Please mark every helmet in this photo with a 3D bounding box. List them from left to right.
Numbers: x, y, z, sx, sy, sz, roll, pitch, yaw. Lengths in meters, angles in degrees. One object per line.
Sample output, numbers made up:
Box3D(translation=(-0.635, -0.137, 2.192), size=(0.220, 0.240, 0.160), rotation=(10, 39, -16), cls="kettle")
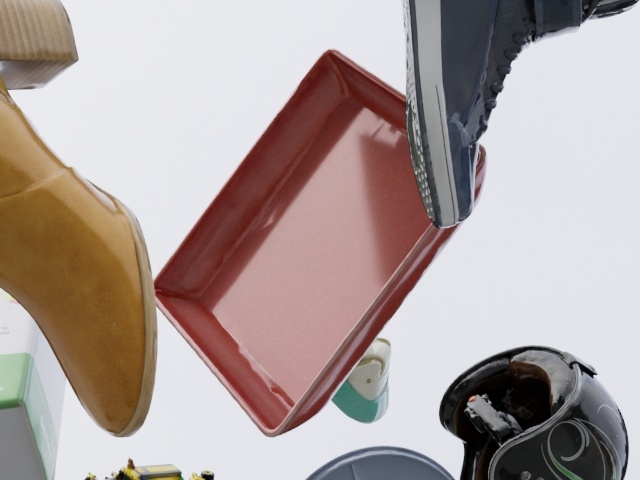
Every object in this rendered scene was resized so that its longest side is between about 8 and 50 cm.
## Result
Box3D(translation=(0.195, 0.194, 1.460), size=(0.169, 0.169, 0.161), rotation=(-11, -54, 22), cls="helmet")

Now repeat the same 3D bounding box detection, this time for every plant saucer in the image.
Box3D(translation=(0.000, 0.000, 1.247), size=(0.048, 0.259, 0.258), rotation=(34, -86, -35), cls="plant saucer")

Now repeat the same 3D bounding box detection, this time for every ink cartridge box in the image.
Box3D(translation=(-0.329, 0.106, 1.404), size=(0.201, 0.278, 0.117), rotation=(-8, -56, 2), cls="ink cartridge box")

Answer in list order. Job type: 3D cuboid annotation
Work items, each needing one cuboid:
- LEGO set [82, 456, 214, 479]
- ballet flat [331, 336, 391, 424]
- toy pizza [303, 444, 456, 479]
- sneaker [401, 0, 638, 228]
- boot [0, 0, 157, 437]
Box3D(translation=(-0.223, 0.403, 1.735), size=(0.192, 0.255, 0.331), rotation=(2, -67, -37), cls="LEGO set")
Box3D(translation=(0.023, 0.109, 1.718), size=(0.087, 0.083, 0.247), rotation=(-9, -50, 41), cls="ballet flat")
Box3D(translation=(0.040, 0.266, 1.322), size=(0.201, 0.201, 0.032), rotation=(36, -11, -24), cls="toy pizza")
Box3D(translation=(0.137, -0.123, 1.089), size=(0.163, 0.226, 0.086), rotation=(-2, 1, -4), cls="sneaker")
Box3D(translation=(-0.219, -0.018, 0.902), size=(0.211, 0.295, 0.104), rotation=(-5, -19, -37), cls="boot")
